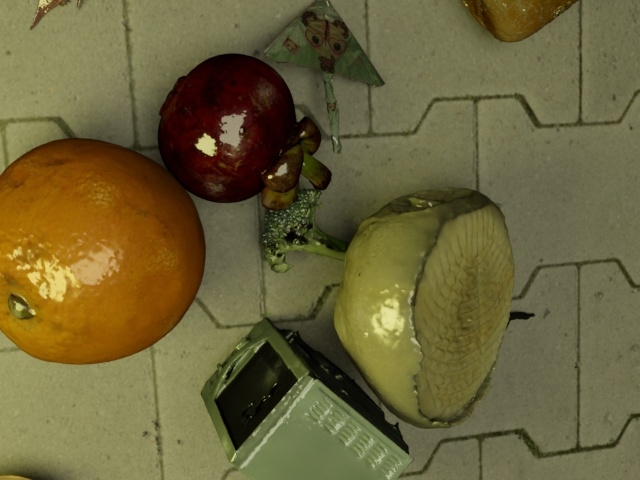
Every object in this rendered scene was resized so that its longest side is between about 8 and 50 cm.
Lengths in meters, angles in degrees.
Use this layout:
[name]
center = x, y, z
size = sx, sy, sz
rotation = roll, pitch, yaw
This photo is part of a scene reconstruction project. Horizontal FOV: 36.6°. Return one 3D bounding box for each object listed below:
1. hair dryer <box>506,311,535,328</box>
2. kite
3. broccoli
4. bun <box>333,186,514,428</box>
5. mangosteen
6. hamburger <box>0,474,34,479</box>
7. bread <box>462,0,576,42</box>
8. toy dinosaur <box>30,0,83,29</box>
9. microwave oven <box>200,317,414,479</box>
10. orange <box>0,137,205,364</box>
[hair dryer]
center = 0.324, 0.140, 1.620
size = 0.083, 0.031, 0.079
rotation = -2, 111, -22
[kite]
center = 0.009, -0.249, 1.432
size = 0.229, 0.012, 0.250
rotation = 4, 74, -36
[broccoli]
center = 0.002, -0.001, 1.482
size = 0.204, 0.118, 0.122
rotation = 26, 62, -32
[bun]
center = 0.142, 0.088, 1.440
size = 0.364, 0.202, 0.364
rotation = -15, 108, -54
[mangosteen]
center = -0.101, -0.138, 1.358
size = 0.257, 0.215, 0.215
rotation = 34, 90, -13
[hamburger]
center = -0.461, 0.453, 1.407
size = 0.236, 0.147, 0.237
rotation = -3, 103, -12
[bread]
center = 0.288, -0.434, 1.431
size = 0.195, 0.176, 0.246
rotation = -42, 107, -6
[toy dinosaur]
center = -0.360, -0.395, 1.347
size = 0.108, 0.032, 0.220
rotation = 29, 101, -21
[microwave oven]
center = -0.025, 0.259, 1.407
size = 0.237, 0.295, 0.181
rotation = 41, 87, -17
[orange]
center = -0.310, 0.016, 1.291
size = 0.312, 0.312, 0.312
rotation = -2, 100, -14
